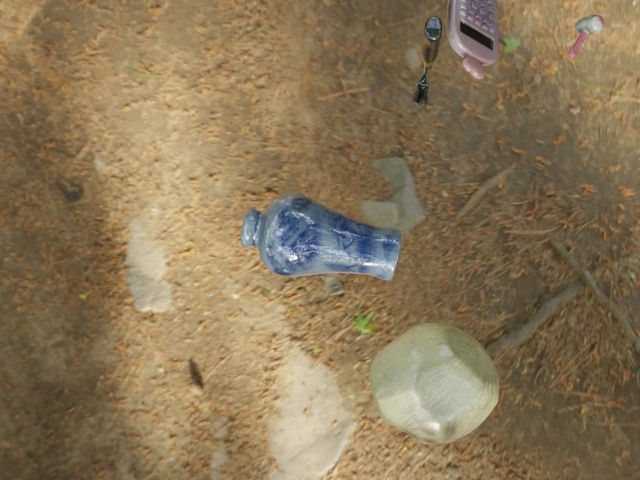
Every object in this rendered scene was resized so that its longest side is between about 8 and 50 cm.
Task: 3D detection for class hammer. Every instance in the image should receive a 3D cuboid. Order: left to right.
[{"bbox_3d":[0.126,-0.213,0.948,0.021,0.201,0.078,11,88,5],"label":"hammer"},{"bbox_3d":[0.434,-0.336,1.334,0.031,0.052,0.083,35,82,-17],"label":"hammer"}]

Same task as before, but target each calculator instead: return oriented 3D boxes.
[{"bbox_3d":[0.221,-0.311,1.169,0.024,0.103,0.166,-16,63,49],"label":"calculator"}]

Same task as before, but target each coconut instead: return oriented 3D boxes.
[{"bbox_3d":[0.189,0.252,1.380,0.224,0.224,0.224,1,93,19],"label":"coconut"}]

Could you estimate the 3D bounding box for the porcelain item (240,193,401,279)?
[{"bbox_3d":[0.000,0.000,1.331,0.259,0.141,0.141,10,97,-2],"label":"porcelain item"}]
